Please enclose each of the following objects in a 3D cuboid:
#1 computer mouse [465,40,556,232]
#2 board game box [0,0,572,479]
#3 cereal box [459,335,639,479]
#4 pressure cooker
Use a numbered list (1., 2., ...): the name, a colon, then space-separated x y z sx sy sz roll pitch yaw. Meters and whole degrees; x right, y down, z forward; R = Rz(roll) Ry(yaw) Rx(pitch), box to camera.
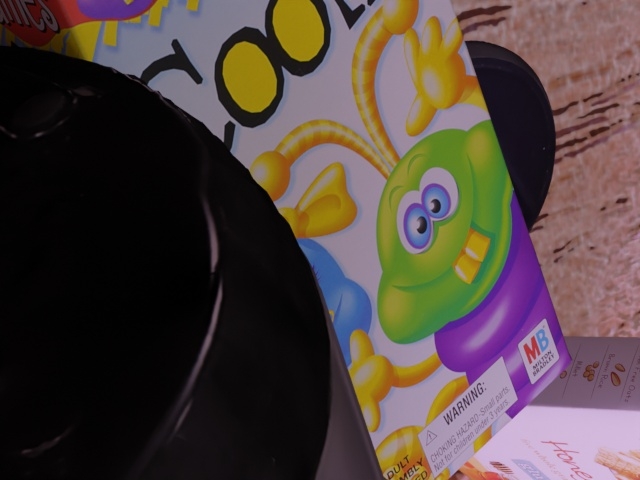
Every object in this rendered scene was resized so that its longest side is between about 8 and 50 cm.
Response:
1. computer mouse: 0.000 0.000 0.902 0.272 0.072 0.188 -40 118 -23
2. board game box: -0.038 -0.038 0.673 0.144 0.142 0.275 -40 125 -27
3. cereal box: 0.168 0.106 0.934 0.173 0.240 0.047 41 62 -35
4. pressure cooker: -0.131 0.202 0.547 0.375 0.370 0.420 -50 133 -39
